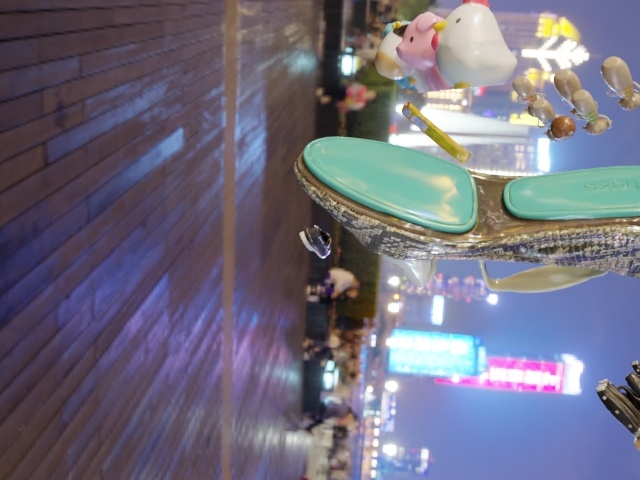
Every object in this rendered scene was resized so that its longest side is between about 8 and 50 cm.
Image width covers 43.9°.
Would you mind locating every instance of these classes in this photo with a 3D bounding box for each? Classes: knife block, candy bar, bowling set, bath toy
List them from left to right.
[{"bbox_3d":[0.215,-0.201,1.482,0.018,0.161,0.040,-51,-178,-26],"label":"candy bar"},{"bbox_3d":[0.174,-0.285,1.181,0.348,0.151,0.129,-136,-142,-76],"label":"bath toy"},{"bbox_3d":[0.562,-0.277,1.793,0.154,0.287,0.200,44,59,-38],"label":"bowling set"},{"bbox_3d":[0.584,0.335,1.312,0.088,0.242,0.276,-49,-151,27],"label":"knife block"}]

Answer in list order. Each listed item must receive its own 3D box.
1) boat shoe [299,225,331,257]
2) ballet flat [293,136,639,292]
[{"bbox_3d":[0.000,0.000,1.476,0.046,0.038,0.125,65,12,22],"label":"boat shoe"},{"bbox_3d":[0.204,-0.012,0.988,0.164,0.482,0.182,-77,170,-49],"label":"ballet flat"}]
